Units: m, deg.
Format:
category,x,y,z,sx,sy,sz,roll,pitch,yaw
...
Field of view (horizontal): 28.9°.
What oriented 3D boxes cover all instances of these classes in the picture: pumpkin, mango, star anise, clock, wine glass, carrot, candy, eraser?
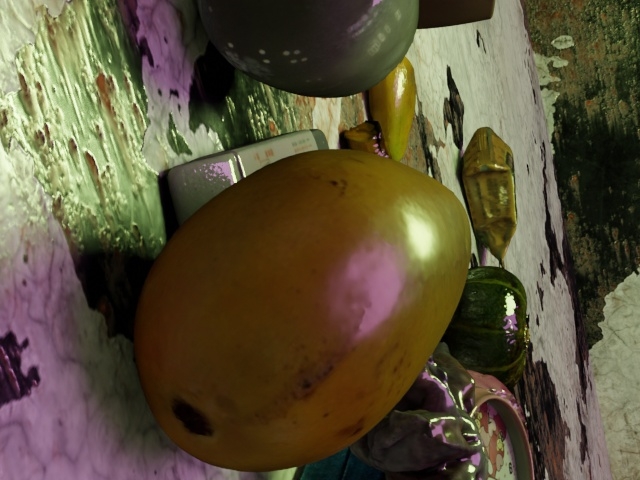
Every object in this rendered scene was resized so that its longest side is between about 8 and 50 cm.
category,x,y,z,sx,sy,sz,roll,pitch,yaw
pumpkin,0.268,0.150,2.056,0.223,0.157,0.224,6,90,-82
mango,0.005,0.050,1.124,0.300,0.232,0.445,-58,167,24
star anise,0.108,0.228,1.299,0.359,0.139,0.316,54,31,-62
clock,0.204,0.307,1.580,0.244,0.056,0.244,20,66,-55
wine glass,-0.034,-0.280,1.228,0.323,0.238,0.238,33,52,-62
mango,0.108,-0.204,1.867,0.101,0.066,0.187,-23,113,-70
carrot,0.096,-0.060,1.769,0.070,0.070,0.260,-76,150,-47
candy,0.336,-0.075,2.432,0.143,0.101,0.271,-82,162,-52
eraser,-0.060,-0.062,1.312,0.352,0.061,0.089,-28,105,-70

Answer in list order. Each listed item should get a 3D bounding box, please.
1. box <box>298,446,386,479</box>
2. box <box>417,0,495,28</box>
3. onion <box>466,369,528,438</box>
category,x,y,z,sx,sy,sz,roll,pitch,yaw
box,0.061,0.367,1.423,0.261,0.116,0.279,-66,143,-60
box,0.138,-0.417,1.685,0.301,0.216,0.301,4,90,-87
onion,0.188,0.282,1.743,0.207,0.200,0.200,58,24,-11
